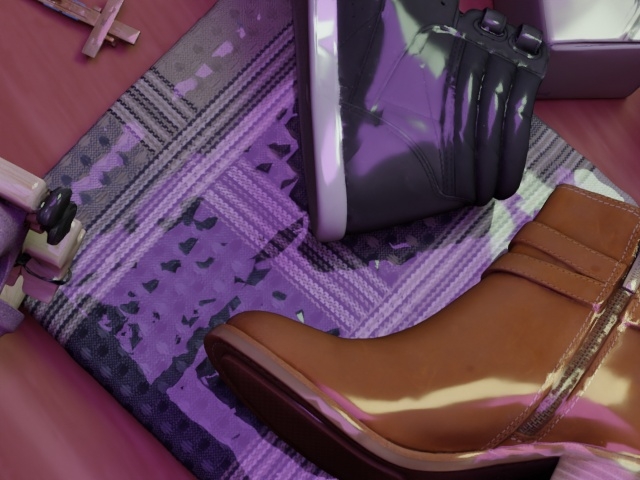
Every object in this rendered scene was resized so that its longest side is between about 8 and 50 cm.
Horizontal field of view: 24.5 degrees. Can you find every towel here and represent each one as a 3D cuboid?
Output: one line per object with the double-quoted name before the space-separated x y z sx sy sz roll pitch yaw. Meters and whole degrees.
"towel" 0.000 0.000 0.937 0.312 0.056 0.324 42 78 7

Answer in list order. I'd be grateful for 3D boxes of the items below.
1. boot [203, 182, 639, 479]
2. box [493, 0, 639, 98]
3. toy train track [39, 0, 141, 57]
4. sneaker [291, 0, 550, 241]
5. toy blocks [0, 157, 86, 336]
"boot" 0.098 0.051 0.851 0.283 0.109 0.220 25 70 8
"box" 0.165 -0.239 0.975 0.094 0.113 0.275 -2 78 -9
"toy train track" -0.156 -0.148 0.965 0.083 0.014 0.048 25 82 5
"sneaker" 0.060 -0.148 0.901 0.146 0.104 0.296 -2 82 -6
"toy blocks" -0.313 0.043 0.753 0.309 0.288 0.260 27 77 3
